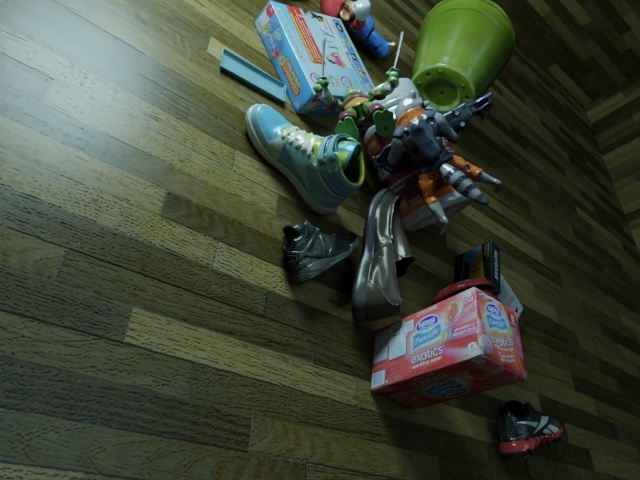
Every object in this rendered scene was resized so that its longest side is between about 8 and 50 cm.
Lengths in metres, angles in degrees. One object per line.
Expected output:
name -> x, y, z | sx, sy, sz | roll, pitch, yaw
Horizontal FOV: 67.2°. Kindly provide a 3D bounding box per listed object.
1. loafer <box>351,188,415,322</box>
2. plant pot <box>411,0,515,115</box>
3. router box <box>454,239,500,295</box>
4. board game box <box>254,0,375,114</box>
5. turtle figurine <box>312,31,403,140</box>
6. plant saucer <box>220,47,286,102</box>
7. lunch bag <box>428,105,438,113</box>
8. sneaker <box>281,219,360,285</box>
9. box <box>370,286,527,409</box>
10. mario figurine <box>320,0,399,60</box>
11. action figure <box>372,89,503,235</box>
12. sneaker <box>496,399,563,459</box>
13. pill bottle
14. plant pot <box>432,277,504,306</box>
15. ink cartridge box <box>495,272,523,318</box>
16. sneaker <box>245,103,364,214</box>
loafer -> 0.164, 0.036, 1.163 | 0.130, 0.134, 0.366 | 7, 60, 11
plant pot -> 0.489, -0.637, 1.777 | 0.366, 0.366, 0.353 | 40, 57, -17
router box -> 0.462, 0.098, 1.424 | 0.046, 0.133, 0.179 | 37, 45, -21
board game box -> -0.001, -0.519, 1.406 | 0.302, 0.086, 0.308 | -13, 75, -46
turtle figurine -> 0.089, -0.374, 1.190 | 0.197, 0.275, 0.266 | 13, 38, -17
plant saucer -> -0.172, -0.419, 1.239 | 0.192, 0.018, 0.067 | 22, 52, -33
lunch bag -> 0.322, -0.397, 1.633 | 0.219, 0.090, 0.176 | 27, 53, -28
sneaker -> 0.000, 0.000, 1.089 | 0.227, 0.087, 0.130 | -28, 92, -43
box -> 0.258, 0.239, 1.024 | 0.142, 0.300, 0.154 | 29, 48, -25
mario figurine -> 0.140, -0.753, 1.606 | 0.320, 0.198, 0.170 | 26, 72, -36
action figure -> 0.312, -0.232, 1.169 | 0.330, 0.341, 0.178 | 53, 6, 2
sneaker -> 0.564, 0.494, 1.302 | 0.276, 0.097, 0.135 | 4, 65, -40
pill bottle -> 0.259, -0.245, 1.378 | 0.224, 0.224, 0.392 | -11, 73, -46
plant pot -> 0.392, 0.204, 1.259 | 0.191, 0.191, 0.174 | 10, 52, -39
ink cartridge box -> 0.552, 0.170, 1.517 | 0.104, 0.061, 0.181 | -33, 89, -48
sneaker -> -0.019, -0.222, 1.111 | 0.319, 0.208, 0.127 | 47, 53, -11
